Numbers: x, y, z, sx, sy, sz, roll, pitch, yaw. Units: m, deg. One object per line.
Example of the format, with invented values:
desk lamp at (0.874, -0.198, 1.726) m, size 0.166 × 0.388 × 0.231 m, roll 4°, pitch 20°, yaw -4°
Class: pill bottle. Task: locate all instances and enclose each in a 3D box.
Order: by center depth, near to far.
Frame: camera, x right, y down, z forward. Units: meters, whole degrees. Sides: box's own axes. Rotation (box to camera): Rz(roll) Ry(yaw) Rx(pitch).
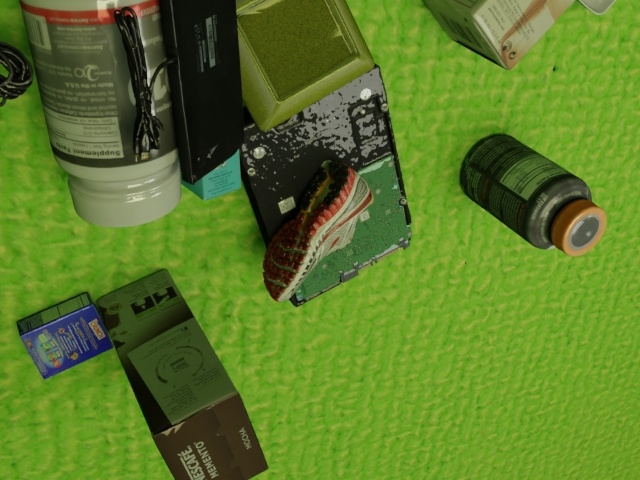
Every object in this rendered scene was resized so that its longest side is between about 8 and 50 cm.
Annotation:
pill bottle at (-0.243, -0.170, 0.923) m, size 0.161 × 0.161 × 0.283 m, roll -16°, pitch 126°, yaw -21°
pill bottle at (0.349, -0.070, 1.283) m, size 0.130 × 0.245 × 0.130 m, roll -15°, pitch 126°, yaw -22°

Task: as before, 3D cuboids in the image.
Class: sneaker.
sneaker at (0.000, 0.000, 1.143) m, size 0.093 × 0.088 × 0.225 m, roll 28°, pitch 103°, yaw -41°

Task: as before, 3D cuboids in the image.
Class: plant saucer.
plant saucer at (-0.037, -0.265, 1.019) m, size 0.188 × 0.045 × 0.188 m, roll -32°, pitch 109°, yaw -9°

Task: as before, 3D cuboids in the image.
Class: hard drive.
hard drive at (0.009, -0.082, 1.195) m, size 0.237 × 0.064 × 0.339 m, roll -28°, pitch 129°, yaw -12°

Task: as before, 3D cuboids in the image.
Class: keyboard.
keyboard at (-0.154, -0.207, 0.858) m, size 0.201 × 0.033 × 0.317 m, roll -45°, pitch 143°, yaw -47°

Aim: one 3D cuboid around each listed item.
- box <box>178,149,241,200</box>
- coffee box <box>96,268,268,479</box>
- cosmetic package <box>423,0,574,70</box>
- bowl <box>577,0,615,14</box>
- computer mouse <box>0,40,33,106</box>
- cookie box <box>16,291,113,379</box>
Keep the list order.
box at (-0.158, -0.181, 1.001) m, size 0.060 × 0.100 × 0.244 m, roll -23°, pitch 129°, yaw -31°
coffee box at (-0.199, 0.198, 1.096) m, size 0.119 × 0.297 × 0.168 m, roll -25°, pitch 129°, yaw -15°
cosmetic package at (0.296, -0.406, 1.100) m, size 0.296 × 0.153 × 0.129 m, roll -47°, pitch 133°, yaw 6°
bowl at (0.428, -0.440, 1.219) m, size 0.142 × 0.053 × 0.142 m, roll 25°, pitch 105°, yaw -38°
computer mouse at (-0.460, -0.130, 0.849) m, size 0.188 × 0.072 × 0.272 m, roll 34°, pitch 104°, yaw -15°
cookie box at (-0.365, 0.136, 1.128) m, size 0.107 × 0.040 × 0.092 m, roll -24°, pitch 128°, yaw -15°
